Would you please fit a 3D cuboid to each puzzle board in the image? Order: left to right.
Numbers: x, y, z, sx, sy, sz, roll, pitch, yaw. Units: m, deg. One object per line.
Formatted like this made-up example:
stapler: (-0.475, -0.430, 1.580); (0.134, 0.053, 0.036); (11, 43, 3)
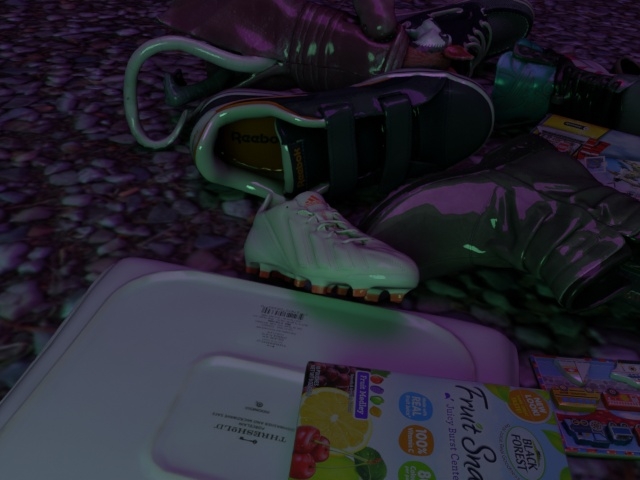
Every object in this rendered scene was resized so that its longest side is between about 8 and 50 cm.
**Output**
puzzle board: (0.226, 0.119, 0.489); (0.128, 0.011, 0.096); (5, 33, -2)

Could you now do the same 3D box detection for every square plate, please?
square plate: (-0.046, 0.124, 0.408); (0.347, 0.049, 0.344); (11, 34, 8)

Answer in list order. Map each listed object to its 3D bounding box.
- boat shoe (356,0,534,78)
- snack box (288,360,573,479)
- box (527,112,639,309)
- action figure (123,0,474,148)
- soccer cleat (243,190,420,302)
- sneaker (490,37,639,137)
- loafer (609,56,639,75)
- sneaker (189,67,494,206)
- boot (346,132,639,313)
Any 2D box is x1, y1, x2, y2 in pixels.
boat shoe: (0.214, -0.292, 1.033); (0.340, 0.127, 0.158); (-16, 44, -16)
snack box: (0.055, 0.117, 0.354); (0.141, 0.037, 0.100); (7, 34, 2)
box: (0.268, -0.030, 0.619); (0.159, 0.044, 0.233); (-42, 45, -20)
action figure: (-0.009, -0.233, 0.779); (0.370, 0.248, 0.276); (12, 34, 16)
soccer cleat: (0.000, 0.000, 0.516); (0.068, 0.076, 0.196); (12, -1, -36)
sneaker: (0.306, -0.180, 0.842); (0.178, 0.124, 0.295); (3, 22, -12)
loafer: (0.444, -0.160, 0.878); (0.096, 0.084, 0.267); (-2, 34, -14)
sneaker: (0.024, -0.099, 0.693); (0.321, 0.126, 0.127); (-4, 28, 5)
boot: (0.148, 0.004, 0.537); (0.246, 0.083, 0.161); (-29, 43, -14)
